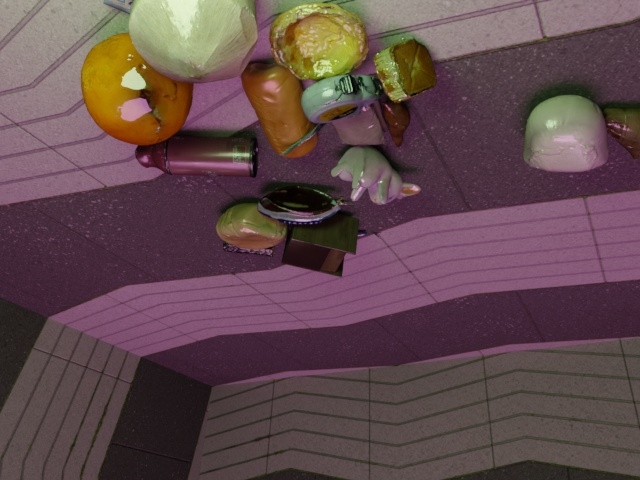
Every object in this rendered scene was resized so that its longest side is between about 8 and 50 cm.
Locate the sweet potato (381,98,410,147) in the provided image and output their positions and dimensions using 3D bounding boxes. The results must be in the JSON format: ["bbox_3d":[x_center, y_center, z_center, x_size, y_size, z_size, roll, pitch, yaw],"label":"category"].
[{"bbox_3d":[0.200,-0.303,1.445,0.068,0.068,0.226,-6,160,15],"label":"sweet potato"}]

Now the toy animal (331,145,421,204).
[{"bbox_3d":[0.168,-0.156,1.618,0.282,0.138,0.140,37,172,-38],"label":"toy animal"}]

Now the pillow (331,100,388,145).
[{"bbox_3d":[0.093,-0.306,1.431,0.134,0.077,0.181,-4,152,19],"label":"pillow"}]

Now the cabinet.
[{"bbox_3d":[0.000,0.000,1.893,0.215,0.148,0.174,14,148,-7],"label":"cabinet"}]

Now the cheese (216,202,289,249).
[{"bbox_3d":[-0.227,-0.037,1.896,0.226,0.117,0.214,21,152,-36],"label":"cheese"}]

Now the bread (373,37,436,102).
[{"bbox_3d":[0.187,-0.377,1.248,0.069,0.140,0.127,-8,110,51],"label":"bread"}]

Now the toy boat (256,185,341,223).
[{"bbox_3d":[-0.068,-0.100,1.768,0.262,0.114,0.115,6,155,-2],"label":"toy boat"}]

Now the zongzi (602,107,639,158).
[{"bbox_3d":[0.766,-0.267,1.443,0.160,0.078,0.176,7,154,4],"label":"zongzi"}]

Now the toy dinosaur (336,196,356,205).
[{"bbox_3d":[0.053,-0.119,1.821,0.120,0.029,0.060,1,166,-7],"label":"toy dinosaur"}]

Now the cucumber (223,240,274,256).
[{"bbox_3d":[-0.258,0.022,2.058,0.187,0.058,0.058,7,150,-9],"label":"cucumber"}]

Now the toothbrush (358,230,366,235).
[{"bbox_3d":[0.035,-0.004,2.018,0.269,0.021,0.027,-11,153,21],"label":"toothbrush"}]

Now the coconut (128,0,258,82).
[{"bbox_3d":[-0.237,-0.413,1.082,0.238,0.265,0.237,-3,145,-2],"label":"coconut"}]

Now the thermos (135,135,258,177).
[{"bbox_3d":[-0.342,-0.240,1.574,0.330,0.136,0.109,2,123,2],"label":"thermos"}]

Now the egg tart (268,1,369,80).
[{"bbox_3d":[-0.004,-0.430,1.207,0.213,0.090,0.212,1,152,0],"label":"egg tart"}]

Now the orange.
[{"bbox_3d":[-0.399,-0.332,1.259,0.246,0.246,0.246,2,150,1],"label":"orange"}]

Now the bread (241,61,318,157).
[{"bbox_3d":[-0.094,-0.317,1.419,0.142,0.091,0.305,0,150,15],"label":"bread"}]

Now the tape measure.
[{"bbox_3d":[-0.023,-0.295,1.324,0.330,0.084,0.164,-20,167,41],"label":"tape measure"}]

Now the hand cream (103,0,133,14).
[{"bbox_3d":[-0.393,-0.522,1.131,0.065,0.043,0.171,20,151,-17],"label":"hand cream"}]

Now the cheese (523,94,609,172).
[{"bbox_3d":[0.595,-0.263,1.380,0.198,0.154,0.189,3,153,24],"label":"cheese"}]
